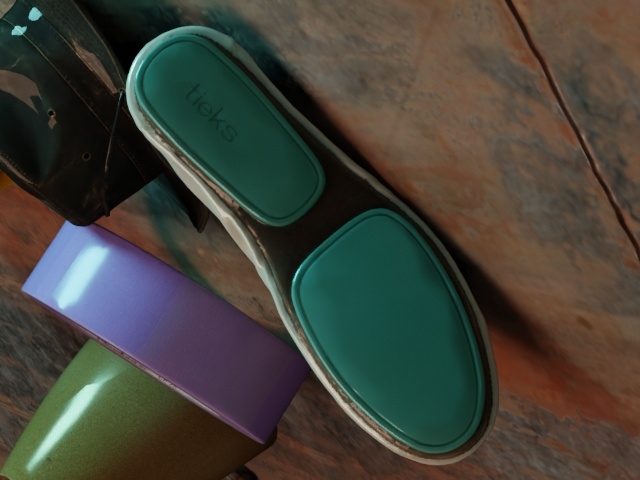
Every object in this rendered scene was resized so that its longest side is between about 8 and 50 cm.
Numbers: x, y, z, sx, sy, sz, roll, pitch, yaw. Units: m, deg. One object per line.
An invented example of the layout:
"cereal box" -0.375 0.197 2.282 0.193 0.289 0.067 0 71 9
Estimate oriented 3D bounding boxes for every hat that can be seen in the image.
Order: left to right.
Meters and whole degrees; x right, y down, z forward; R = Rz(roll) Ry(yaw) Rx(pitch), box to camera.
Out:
"hat" -0.239 -0.110 1.448 0.331 0.134 0.331 52 172 11

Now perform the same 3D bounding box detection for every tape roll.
"tape roll" -0.147 0.086 1.579 0.275 0.090 0.275 32 171 6

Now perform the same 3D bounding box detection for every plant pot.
"plant pot" -0.222 0.219 1.826 0.237 0.254 0.237 40 156 22

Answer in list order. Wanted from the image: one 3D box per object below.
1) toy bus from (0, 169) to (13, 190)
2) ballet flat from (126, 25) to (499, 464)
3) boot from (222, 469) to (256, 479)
"toy bus" -0.432 -0.153 1.785 0.211 0.149 0.220 54 163 23
"ballet flat" 0.000 0.000 1.291 0.400 0.139 0.139 50 157 7
"boot" -0.119 0.304 2.048 0.114 0.037 0.106 26 135 36
